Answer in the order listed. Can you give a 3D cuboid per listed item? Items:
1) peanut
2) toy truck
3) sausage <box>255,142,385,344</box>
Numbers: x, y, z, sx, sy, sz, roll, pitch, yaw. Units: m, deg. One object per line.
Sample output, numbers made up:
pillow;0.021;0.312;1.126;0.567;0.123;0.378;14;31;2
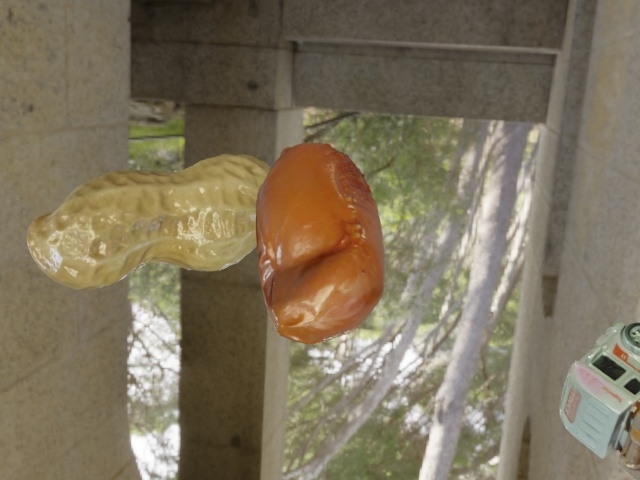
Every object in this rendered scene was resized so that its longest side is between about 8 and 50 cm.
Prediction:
peanut;-0.172;-0.019;0.810;0.299;0.120;0.136;-14;-124;-33
toy truck;0.246;0.145;0.506;0.115;0.080;0.178;-26;-136;-24
sausage;0.000;0.000;0.491;0.089;0.089;0.179;2;-137;-4
